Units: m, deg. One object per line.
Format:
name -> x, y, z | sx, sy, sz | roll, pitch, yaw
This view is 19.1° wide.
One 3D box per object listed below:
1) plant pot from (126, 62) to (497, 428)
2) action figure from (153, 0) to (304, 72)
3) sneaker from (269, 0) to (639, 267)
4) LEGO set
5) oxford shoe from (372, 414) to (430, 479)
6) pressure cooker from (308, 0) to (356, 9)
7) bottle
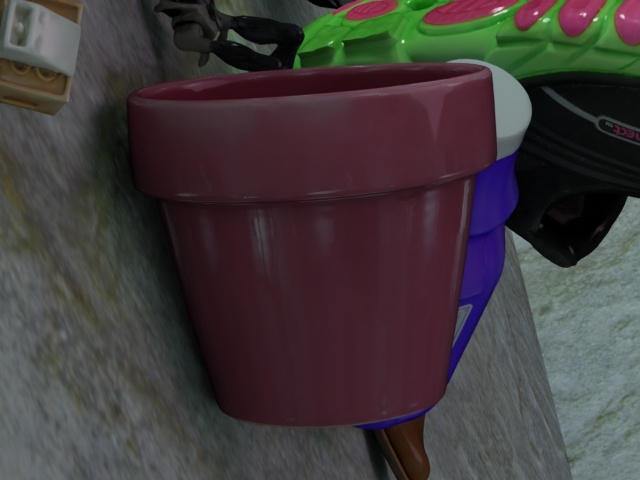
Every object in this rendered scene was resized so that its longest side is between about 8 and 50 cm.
plant pot -> 0.000, 0.000, 1.040 | 0.201, 0.201, 0.180 | -57, 144, -77
action figure -> -0.048, -0.170, 1.186 | 0.164, 0.141, 0.276 | -83, 156, -65
sneaker -> 0.114, -0.078, 1.306 | 0.483, 0.185, 0.202 | 8, -58, 56
LEGO set -> -0.156, -0.198, 0.859 | 0.132, 0.107, 0.287 | -23, 103, -50
oxford shoe -> 0.068, 0.104, 1.510 | 0.076, 0.076, 0.212 | 63, 15, -49
pressure cooker -> 0.110, -0.373, 1.695 | 0.375, 0.420, 0.370 | -50, 145, -54
bottle -> 0.062, 0.004, 1.221 | 0.118, 0.092, 0.283 | 59, -31, 29
